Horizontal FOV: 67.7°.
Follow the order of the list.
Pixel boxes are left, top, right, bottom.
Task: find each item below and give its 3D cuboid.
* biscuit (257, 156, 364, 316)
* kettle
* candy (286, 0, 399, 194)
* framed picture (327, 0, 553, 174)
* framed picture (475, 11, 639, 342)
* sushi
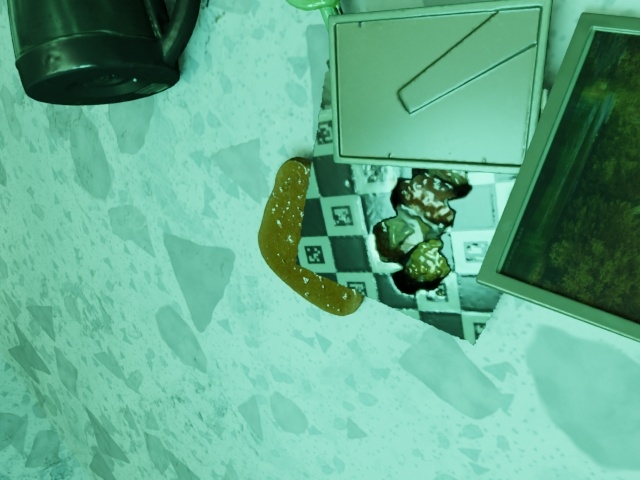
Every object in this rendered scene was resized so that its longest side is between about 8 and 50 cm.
[{"bbox_3d":[0.000,0.000,0.657,0.186,0.036,0.192,35,127,17],"label":"biscuit"},{"bbox_3d":[-0.309,-0.344,0.635,0.250,0.207,0.271,-6,99,46],"label":"kettle"},{"bbox_3d":[0.036,-0.188,0.532,0.092,0.092,0.336,-129,15,-72],"label":"candy"},{"bbox_3d":[0.102,-0.142,0.456,0.203,0.015,0.150,7,115,26],"label":"framed picture"},{"bbox_3d":[0.251,-0.050,0.365,0.184,0.016,0.250,23,89,29],"label":"framed picture"},{"bbox_3d":[0.111,-0.055,0.532,0.263,0.050,0.290,23,122,18],"label":"sushi"}]
